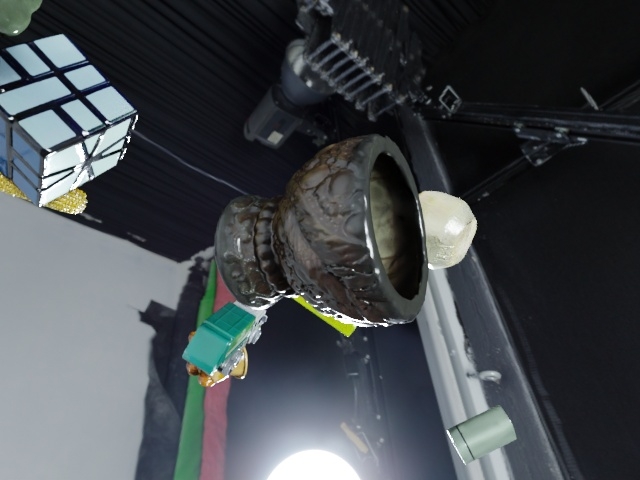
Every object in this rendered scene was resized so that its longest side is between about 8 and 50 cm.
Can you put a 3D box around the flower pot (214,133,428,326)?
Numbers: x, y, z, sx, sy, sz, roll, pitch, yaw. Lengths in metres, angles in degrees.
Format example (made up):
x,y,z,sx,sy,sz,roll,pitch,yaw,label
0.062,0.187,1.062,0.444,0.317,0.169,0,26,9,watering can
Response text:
x,y,z,sx,sy,sz,roll,pitch,yaw,label
0.000,0.000,0.614,0.267,0.266,0.267,-10,-123,30,flower pot

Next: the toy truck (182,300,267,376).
x,y,z,sx,sy,sz,roll,pitch,yaw,label
-0.222,0.226,0.969,0.124,0.114,0.253,-65,170,23,toy truck

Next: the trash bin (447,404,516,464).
x,y,z,sx,sy,sz,roll,pitch,yaw,label
0.360,0.434,0.900,0.129,0.116,0.059,-29,-139,4,trash bin

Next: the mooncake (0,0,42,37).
x,y,z,sx,sy,sz,roll,pitch,yaw,label
-0.597,-0.455,0.730,0.168,0.104,0.175,-27,-114,12,mooncake

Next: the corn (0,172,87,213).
x,y,z,sx,sy,sz,roll,pitch,yaw,label
-0.835,-0.157,1.174,0.106,0.293,0.106,-25,-129,35,corn

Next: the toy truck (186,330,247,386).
x,y,z,sx,sy,sz,roll,pitch,yaw,label
-0.490,0.544,1.879,0.288,0.211,0.204,15,-78,51,toy truck

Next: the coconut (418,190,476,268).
x,y,z,sx,sy,sz,roll,pitch,yaw,label
0.329,-0.034,1.214,0.230,0.227,0.227,27,-92,33,coconut

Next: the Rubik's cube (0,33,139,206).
x,y,z,sx,sy,sz,roll,pitch,yaw,label
-0.708,-0.313,1.057,0.288,0.283,0.293,-36,-167,45,Rubik's cube

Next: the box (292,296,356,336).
x,y,z,sx,sy,sz,roll,pitch,yaw,label
-0.046,0.149,1.216,0.047,0.335,0.187,-53,-170,7,box
